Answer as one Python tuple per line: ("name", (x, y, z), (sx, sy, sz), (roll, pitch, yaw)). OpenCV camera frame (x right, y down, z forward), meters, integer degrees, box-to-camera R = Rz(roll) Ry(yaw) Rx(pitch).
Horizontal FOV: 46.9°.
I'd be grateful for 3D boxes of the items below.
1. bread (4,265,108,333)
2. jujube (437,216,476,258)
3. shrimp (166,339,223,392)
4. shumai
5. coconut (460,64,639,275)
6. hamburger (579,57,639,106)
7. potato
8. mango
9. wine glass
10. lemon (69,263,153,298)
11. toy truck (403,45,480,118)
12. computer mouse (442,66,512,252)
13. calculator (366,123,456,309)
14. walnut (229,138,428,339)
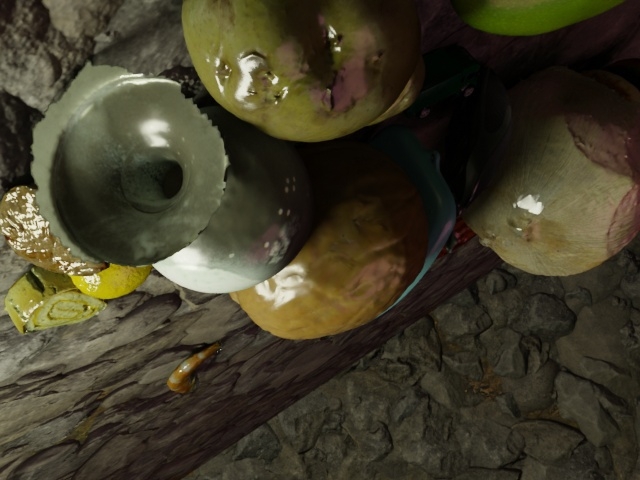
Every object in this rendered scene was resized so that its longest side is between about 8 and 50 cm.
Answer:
("bread", (-0.363, 0.076, 1.039), (0.117, 0.064, 0.156), (-37, 164, 20))
("jujube", (0.248, -0.047, 1.639), (0.250, 0.174, 0.174), (-23, 159, -19))
("shrimp", (-0.294, 0.301, 1.771), (0.166, 0.049, 0.161), (-42, 161, -5))
("shumai", (-0.304, -0.018, 0.881), (0.123, 0.139, 0.105), (-10, -159, 15))
("coconut", (0.447, -0.114, 1.444), (0.404, 0.405, 0.404), (-31, 162, -12))
("hamburger", (0.654, -0.265, 1.664), (0.225, 0.291, 0.291), (-25, 160, -26))
("potato", (0.001, -0.199, 0.773), (0.218, 0.203, 0.351), (-28, 172, 15))
("mango", (0.310, -0.364, 0.968), (0.343, 0.156, 0.192), (-25, 159, -24))
("wine glass", (-0.138, -0.054, 0.853), (0.238, 0.238, 0.323), (-37, 164, 7))
("lemon", (-0.276, 0.020, 0.979), (0.133, 0.109, 0.109), (-26, 160, -25))
("toy truck", (0.183, -0.253, 1.171), (0.147, 0.065, 0.079), (-27, 157, -18))
("computer mouse", (0.269, -0.136, 1.266), (0.167, 0.090, 0.379), (116, -9, -63))
("calculator", (0.095, -0.024, 1.290), (0.054, 0.256, 0.386), (-5, 147, -39))
("walnut", (0.000, 0.000, 1.123), (0.332, 0.333, 0.333), (-31, 162, -12))
